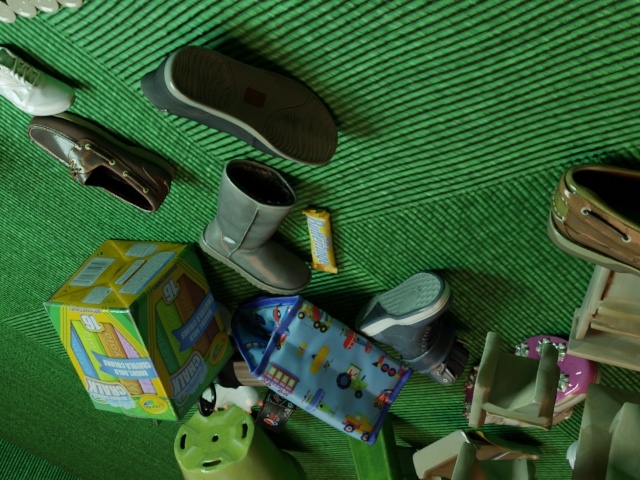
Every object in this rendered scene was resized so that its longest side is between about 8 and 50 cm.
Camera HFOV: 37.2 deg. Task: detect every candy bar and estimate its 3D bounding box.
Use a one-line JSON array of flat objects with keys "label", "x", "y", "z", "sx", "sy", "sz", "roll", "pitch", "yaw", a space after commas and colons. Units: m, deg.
[{"label": "candy bar", "x": 0.000, "y": 0.000, "z": 1.324, "sx": 0.040, "sy": 0.018, "sz": 0.161, "roll": 13, "pitch": 151, "yaw": 12}]

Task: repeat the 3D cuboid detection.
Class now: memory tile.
[{"label": "memory tile", "x": -0.336, "y": -0.290, "z": 1.040, "sx": 0.148, "sy": 0.012, "sz": 0.113, "roll": -1, "pitch": 145, "yaw": 33}]

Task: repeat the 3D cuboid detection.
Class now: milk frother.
[{"label": "milk frother", "x": -0.138, "y": 0.245, "z": 1.684, "sx": 0.135, "sy": 0.143, "sz": 0.129, "roll": -8, "pitch": 158, "yaw": 40}]

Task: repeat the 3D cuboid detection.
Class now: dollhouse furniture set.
[{"label": "dollhouse furniture set", "x": 0.229, "y": 0.380, "z": 1.788, "sx": 0.198, "sy": 0.151, "sz": 0.301, "roll": 15, "pitch": 140, "yaw": -37}, {"label": "dollhouse furniture set", "x": 0.356, "y": 0.210, "z": 1.079, "sx": 0.362, "sy": 0.394, "sz": 0.256, "roll": 12, "pitch": 151, "yaw": 13}]

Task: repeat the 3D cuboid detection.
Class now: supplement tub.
[{"label": "supplement tub", "x": -0.204, "y": 0.149, "z": 1.647, "sx": 0.071, "sy": 0.071, "sz": 0.107, "roll": 31, "pitch": 149, "yaw": -20}]

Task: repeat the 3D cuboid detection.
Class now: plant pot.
[{"label": "plant pot", "x": -0.192, "y": 0.498, "z": 2.073, "sx": 0.276, "sy": 0.276, "sz": 0.254, "roll": 4, "pitch": 137, "yaw": 26}]

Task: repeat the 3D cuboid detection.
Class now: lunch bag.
[{"label": "lunch bag", "x": -0.025, "y": 0.190, "z": 1.518, "sx": 0.221, "sy": 0.138, "sz": 0.293, "roll": 34, "pitch": 170, "yaw": -17}]

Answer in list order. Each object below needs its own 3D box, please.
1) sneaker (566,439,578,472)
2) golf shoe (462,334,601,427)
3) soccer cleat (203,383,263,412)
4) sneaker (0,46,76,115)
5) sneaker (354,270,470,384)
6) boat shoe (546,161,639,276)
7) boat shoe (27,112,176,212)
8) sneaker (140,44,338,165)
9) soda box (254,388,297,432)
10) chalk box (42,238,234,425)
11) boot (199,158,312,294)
[{"label": "sneaker", "x": 0.531, "y": 0.357, "z": 1.534, "sx": 0.235, "sy": 0.094, "sz": 0.153, "roll": 21, "pitch": 150, "yaw": -2}, {"label": "golf shoe", "x": 0.335, "y": 0.218, "z": 1.419, "sx": 0.140, "sy": 0.115, "sz": 0.306, "roll": 17, "pitch": 159, "yaw": -17}, {"label": "soccer cleat", "x": -0.183, "y": 0.298, "z": 1.907, "sx": 0.196, "sy": 0.068, "sz": 0.076, "roll": -8, "pitch": 110, "yaw": 53}, {"label": "sneaker", "x": -0.376, "y": -0.201, "z": 1.174, "sx": 0.152, "sy": 0.053, "sz": 0.061, "roll": 20, "pitch": 148, "yaw": 1}, {"label": "sneaker", "x": 0.166, "y": 0.128, "z": 1.358, "sx": 0.163, "sy": 0.086, "sz": 0.226, "roll": 36, "pitch": 156, "yaw": -11}, {"label": "boat shoe", "x": 0.391, "y": -0.002, "z": 0.988, "sx": 0.307, "sy": 0.110, "sz": 0.104, "roll": 13, "pitch": 151, "yaw": 11}, {"label": "boat shoe", "x": -0.298, "y": -0.105, "z": 1.271, "sx": 0.207, "sy": 0.073, "sz": 0.073, "roll": 24, "pitch": 152, "yaw": -5}, {"label": "sneaker", "x": -0.090, "y": -0.151, "z": 1.081, "sx": 0.222, "sy": 0.083, "sz": 0.118, "roll": 27, "pitch": 170, "yaw": -27}, {"label": "soda box", "x": -0.085, "y": 0.331, "z": 1.901, "sx": 0.060, "sy": 0.053, "sz": 0.169, "roll": 22, "pitch": 150, "yaw": -3}, {"label": "chalk box", "x": -0.270, "y": 0.165, "z": 1.514, "sx": 0.179, "sy": 0.180, "sz": 0.289, "roll": 2, "pitch": 126, "yaw": 30}, {"label": "boot", "x": -0.069, "y": -0.016, "z": 1.299, "sx": 0.190, "sy": 0.076, "sz": 0.208, "roll": 23, "pitch": 144, "yaw": -11}]
